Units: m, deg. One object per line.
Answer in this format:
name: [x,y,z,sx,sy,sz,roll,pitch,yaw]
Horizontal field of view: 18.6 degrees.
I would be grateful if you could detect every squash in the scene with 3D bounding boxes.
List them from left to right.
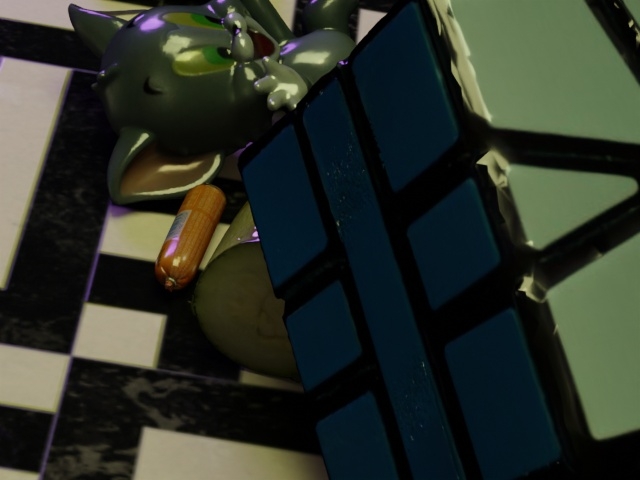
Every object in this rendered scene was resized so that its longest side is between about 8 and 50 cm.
squash: [0.000,0.000,1.322,0.123,0.123,0.187,19,38,9]

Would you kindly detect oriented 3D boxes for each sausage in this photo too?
sausage: [-0.093,0.001,1.367,0.031,0.031,0.107,15,39,5]

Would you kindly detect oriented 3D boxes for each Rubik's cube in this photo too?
Rubik's cube: [0.155,0.013,1.130,0.293,0.283,0.288,-13,76,-25]

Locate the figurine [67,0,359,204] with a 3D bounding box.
figurine: [-0.053,-0.137,1.473,0.265,0.140,0.193,-4,62,-38]
